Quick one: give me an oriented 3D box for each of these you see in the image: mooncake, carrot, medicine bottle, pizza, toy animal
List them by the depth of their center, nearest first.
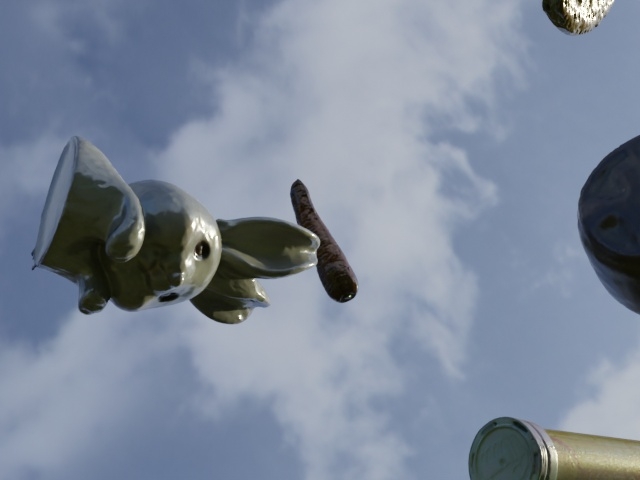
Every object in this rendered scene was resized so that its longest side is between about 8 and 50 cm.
[{"bbox_3d":[-0.099,0.015,0.884,0.221,0.131,0.103,21,-72,-24],"label":"toy animal"},{"bbox_3d":[0.222,0.192,0.996,0.218,0.074,0.074,13,-61,-41],"label":"medicine bottle"},{"bbox_3d":[0.312,-0.363,1.434,0.181,0.034,0.262,-51,-40,-30],"label":"pizza"},{"bbox_3d":[0.000,0.000,1.593,0.047,0.191,0.047,-20,-28,-11],"label":"carrot"},{"bbox_3d":[0.511,-0.031,1.677,0.284,0.284,0.155,-29,-47,8],"label":"mooncake"}]
